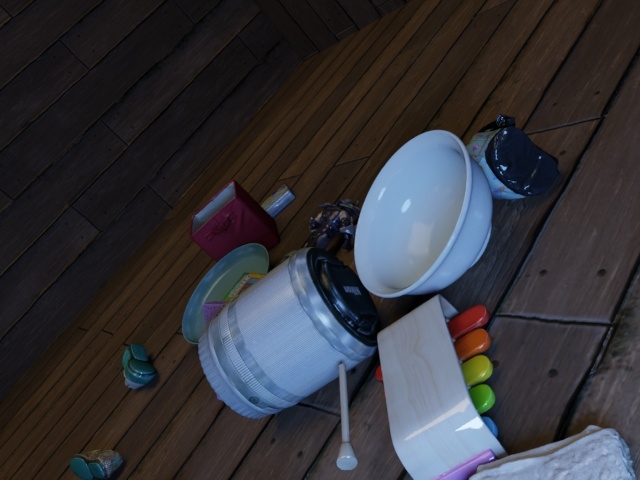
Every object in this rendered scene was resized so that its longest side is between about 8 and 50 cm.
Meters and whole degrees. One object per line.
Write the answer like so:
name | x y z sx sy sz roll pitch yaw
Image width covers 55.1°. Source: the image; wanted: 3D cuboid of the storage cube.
storage cube | -0.257 -0.035 1.833 0.184 0.193 0.215 -41 23 7

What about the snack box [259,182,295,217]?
snack box | -0.151 -0.119 2.007 0.141 0.037 0.100 -42 23 5

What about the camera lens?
camera lens | -0.049 0.161 1.084 0.274 0.219 0.219 -37 23 18

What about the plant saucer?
plant saucer | -0.243 0.146 1.635 0.318 0.044 0.317 -32 34 25

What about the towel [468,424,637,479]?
towel | 0.222 0.313 0.570 0.187 0.049 0.282 -33 25 27

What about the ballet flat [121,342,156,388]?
ballet flat | -0.518 0.369 1.734 0.247 0.083 0.087 25 95 67

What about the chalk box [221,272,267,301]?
chalk box | -0.140 0.160 1.361 0.132 0.132 0.213 -53 25 -20

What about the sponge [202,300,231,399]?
sponge | -0.195 0.229 1.266 0.031 0.210 0.117 -11 2 -32

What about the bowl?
bowl | 0.196 -0.028 1.057 0.298 0.134 0.297 -44 35 42

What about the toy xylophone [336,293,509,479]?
toy xylophone | 0.134 0.207 0.866 0.236 0.081 0.322 -32 24 25

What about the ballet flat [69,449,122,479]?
ballet flat | -0.535 0.537 1.479 0.206 0.073 0.067 -16 8 45

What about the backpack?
backpack | 0.318 -0.141 1.105 0.115 0.152 0.182 -47 15 -3

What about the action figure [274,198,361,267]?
action figure | 0.000 0.000 1.467 0.285 0.099 0.185 -48 15 -19
